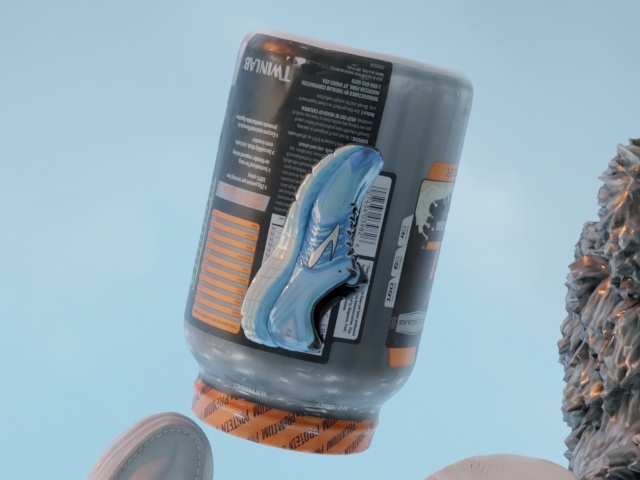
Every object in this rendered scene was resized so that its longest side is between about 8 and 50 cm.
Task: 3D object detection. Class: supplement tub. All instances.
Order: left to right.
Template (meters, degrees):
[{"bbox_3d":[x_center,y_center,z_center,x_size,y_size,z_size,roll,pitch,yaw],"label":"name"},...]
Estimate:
[{"bbox_3d":[0.000,0.000,1.369,0.193,0.193,0.316,10,-82,-21],"label":"supplement tub"}]

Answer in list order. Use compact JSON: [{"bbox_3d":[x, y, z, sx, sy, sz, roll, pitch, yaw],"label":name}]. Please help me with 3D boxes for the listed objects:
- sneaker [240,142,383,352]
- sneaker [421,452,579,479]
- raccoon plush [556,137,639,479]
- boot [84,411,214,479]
[{"bbox_3d":[0.010,0.009,1.209,0.073,0.063,0.162,23,-96,21],"label":"sneaker"},{"bbox_3d":[0.042,0.180,0.711,0.080,0.094,0.212,23,-129,27],"label":"sneaker"},{"bbox_3d":[0.110,0.147,0.787,0.446,0.216,0.299,-26,-104,-27],"label":"raccoon plush"},{"bbox_3d":[-0.126,0.212,1.129,0.095,0.123,0.258,35,-123,-12],"label":"boot"}]
